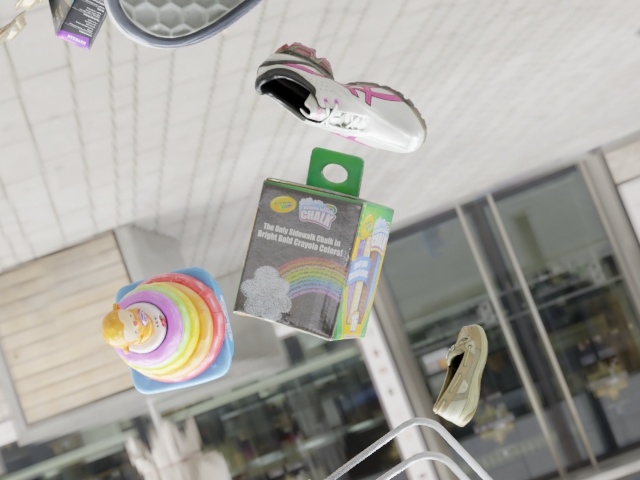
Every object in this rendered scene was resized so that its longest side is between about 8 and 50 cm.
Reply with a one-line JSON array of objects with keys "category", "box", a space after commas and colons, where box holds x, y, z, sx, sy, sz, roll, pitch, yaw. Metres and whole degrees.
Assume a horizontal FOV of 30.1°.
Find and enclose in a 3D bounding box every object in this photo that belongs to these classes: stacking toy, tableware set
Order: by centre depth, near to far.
[{"category": "tableware set", "box": [-0.379, -0.290, 1.514, 0.169, 0.020, 0.141, -44, -169, 16]}, {"category": "stacking toy", "box": [-0.238, 0.121, 1.663, 0.166, 0.175, 0.302, -15, 172, 8]}]

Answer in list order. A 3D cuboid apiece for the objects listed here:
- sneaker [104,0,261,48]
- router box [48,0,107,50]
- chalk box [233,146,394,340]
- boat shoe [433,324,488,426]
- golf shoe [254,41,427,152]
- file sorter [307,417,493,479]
[{"category": "sneaker", "box": [-0.051, -0.187, 0.630, 0.226, 0.086, 0.163, -62, -164, -11]}, {"category": "router box", "box": [-0.262, -0.307, 1.360, 0.046, 0.179, 0.133, 22, 108, -25]}, {"category": "chalk box", "box": [0.000, 0.000, 1.414, 0.132, 0.213, 0.132, 15, 180, 19]}, {"category": "boat shoe", "box": [0.174, 0.162, 1.500, 0.048, 0.153, 0.056, 25, 140, -10]}, {"category": "golf shoe", "box": [0.018, -0.133, 1.222, 0.086, 0.186, 0.067, -52, 166, -51]}, {"category": "file sorter", "box": [0.097, 0.326, 1.119, 0.173, 0.193, 0.277, -38, -165, 14]}]
